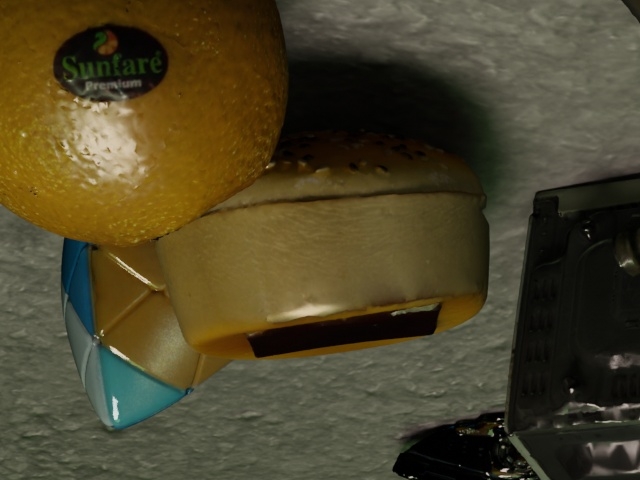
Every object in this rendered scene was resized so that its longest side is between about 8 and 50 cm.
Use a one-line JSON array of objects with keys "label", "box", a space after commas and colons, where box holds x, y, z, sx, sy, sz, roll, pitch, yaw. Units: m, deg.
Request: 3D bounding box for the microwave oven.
[{"label": "microwave oven", "box": [0.358, 0.082, 1.421, 0.355, 0.286, 0.218, -7, 142, 29]}]

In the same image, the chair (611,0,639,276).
[{"label": "chair", "box": [0.249, -0.277, 0.876, 0.410, 0.362, 0.364, -22, 135, 30]}]

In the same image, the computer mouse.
[{"label": "computer mouse", "box": [0.196, 0.257, 1.886, 0.241, 0.078, 0.146, -7, 141, 21]}]

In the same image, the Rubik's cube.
[{"label": "Rubik's cube", "box": [-0.145, 0.043, 1.616, 0.254, 0.254, 0.254, 6, 146, 4]}]

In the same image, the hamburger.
[{"label": "hamburger", "box": [0.000, 0.000, 1.419, 0.300, 0.176, 0.300, -6, 170, -1]}]

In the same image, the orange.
[{"label": "orange", "box": [-0.154, -0.129, 1.228, 0.274, 0.274, 0.274, 6, 146, 4]}]
